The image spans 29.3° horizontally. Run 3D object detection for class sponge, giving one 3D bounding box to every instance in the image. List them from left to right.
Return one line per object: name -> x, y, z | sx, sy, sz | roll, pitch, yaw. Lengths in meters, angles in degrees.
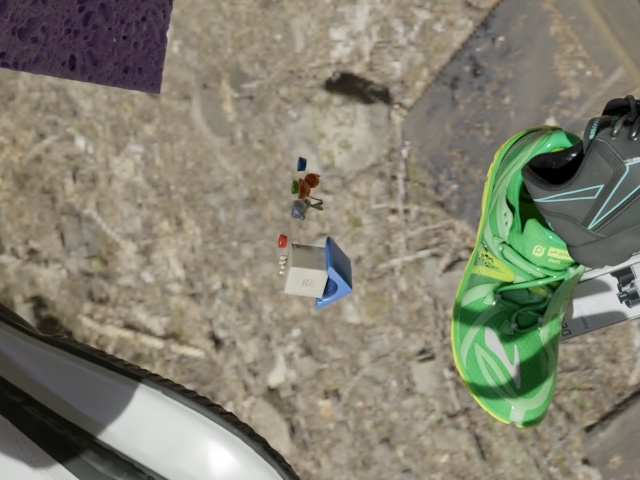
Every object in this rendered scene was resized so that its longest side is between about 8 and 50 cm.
sponge -> -0.209, -0.189, 0.983 | 0.031, 0.210, 0.117 | 21, 102, 45

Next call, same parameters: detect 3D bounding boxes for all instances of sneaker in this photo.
sneaker -> -0.252, 0.154, 0.688 | 0.447, 0.257, 0.169 | 19, 154, 28
sneaker -> 0.195, 0.028, 1.167 | 0.123, 0.109, 0.295 | 145, 133, -77
sneaker -> 0.264, -0.063, 0.930 | 0.106, 0.101, 0.267 | 45, 137, -12

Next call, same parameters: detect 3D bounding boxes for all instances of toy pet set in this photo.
toy pet set -> 0.000, 0.000, 1.222 | 0.114, 0.065, 0.122 | -92, 13, -45

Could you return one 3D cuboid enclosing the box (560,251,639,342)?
box -> 0.345, -0.013, 1.310 | 0.290, 0.087, 0.169 | -20, 41, 18
